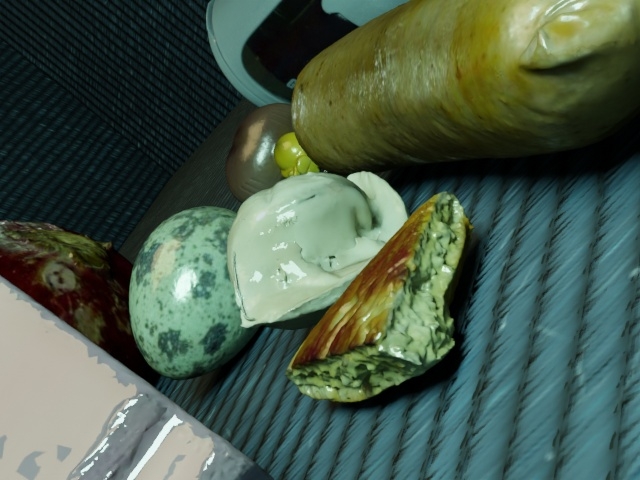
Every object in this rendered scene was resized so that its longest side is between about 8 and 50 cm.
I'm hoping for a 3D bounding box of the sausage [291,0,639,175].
[{"bbox_3d":[0.088,-0.113,0.668,0.136,0.123,0.501,-21,8,-14],"label":"sausage"}]

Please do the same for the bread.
[{"bbox_3d":[0.029,0.054,0.573,0.136,0.054,0.154,-41,10,33],"label":"bread"}]

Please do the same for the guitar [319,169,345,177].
[{"bbox_3d":[0.020,-0.079,1.020,0.271,0.038,0.084,-54,13,-3],"label":"guitar"}]

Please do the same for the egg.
[{"bbox_3d":[-0.112,0.049,0.912,0.132,0.132,0.172,-34,33,53],"label":"egg"}]

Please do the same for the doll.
[{"bbox_3d":[-0.057,-0.101,1.279,0.145,0.096,0.188,-63,35,14],"label":"doll"}]

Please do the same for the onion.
[{"bbox_3d":[-0.408,0.177,1.174,0.398,0.398,0.420,-84,14,-69],"label":"onion"}]

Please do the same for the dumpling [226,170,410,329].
[{"bbox_3d":[0.000,0.000,0.718,0.136,0.118,0.199,-22,28,12],"label":"dumpling"}]

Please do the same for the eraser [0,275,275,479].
[{"bbox_3d":[-0.230,0.213,0.563,0.359,0.272,0.122,-52,-28,-14],"label":"eraser"}]

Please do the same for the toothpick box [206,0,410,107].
[{"bbox_3d":[0.028,-0.354,1.320,0.354,0.263,0.263,-35,20,47],"label":"toothpick box"}]
